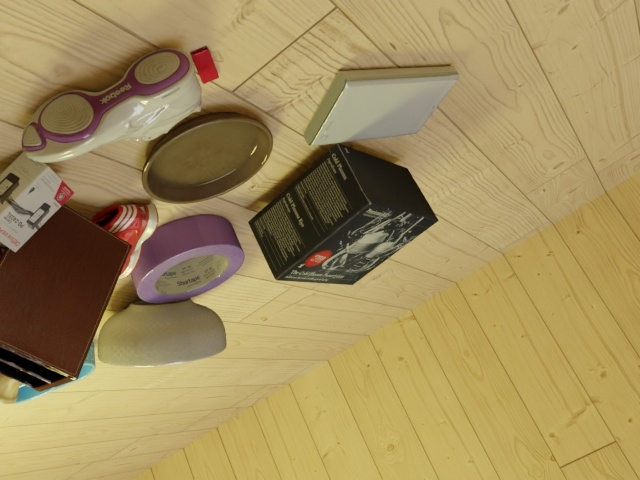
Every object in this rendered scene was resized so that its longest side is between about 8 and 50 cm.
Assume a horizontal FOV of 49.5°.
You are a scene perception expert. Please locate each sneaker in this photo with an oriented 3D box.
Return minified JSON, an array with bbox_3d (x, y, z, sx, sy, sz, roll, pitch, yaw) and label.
[{"bbox_3d":[-0.330,-0.192,1.136,0.305,0.114,0.152,-25,157,-4],"label":"sneaker"},{"bbox_3d":[-0.449,-0.004,1.496,0.128,0.087,0.221,6,130,-39],"label":"sneaker"}]

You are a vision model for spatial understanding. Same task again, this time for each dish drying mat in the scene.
[{"bbox_3d":[-0.197,-0.299,1.186,0.032,0.008,0.083,-24,159,-4],"label":"dish drying mat"}]

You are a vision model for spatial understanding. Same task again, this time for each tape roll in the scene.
[{"bbox_3d":[-0.329,0.049,1.707,0.274,0.090,0.275,-23,157,-10],"label":"tape roll"}]

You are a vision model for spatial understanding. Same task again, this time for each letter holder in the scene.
[{"bbox_3d":[-0.534,0.098,1.323,0.152,0.302,0.214,-22,133,40],"label":"letter holder"}]

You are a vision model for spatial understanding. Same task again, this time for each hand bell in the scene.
[{"bbox_3d":[-0.755,0.298,1.807,0.242,0.126,0.126,-42,157,2],"label":"hand bell"}]

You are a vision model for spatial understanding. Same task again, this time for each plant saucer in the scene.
[{"bbox_3d":[-0.229,-0.168,1.400,0.277,0.041,0.278,-23,158,-10],"label":"plant saucer"}]

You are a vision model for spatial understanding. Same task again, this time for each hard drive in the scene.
[{"bbox_3d":[0.134,-0.294,1.515,0.307,0.040,0.203,-12,154,-32],"label":"hard drive"}]

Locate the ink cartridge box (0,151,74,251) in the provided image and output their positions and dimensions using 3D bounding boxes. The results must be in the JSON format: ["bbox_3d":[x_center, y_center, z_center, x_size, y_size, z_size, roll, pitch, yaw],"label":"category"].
[{"bbox_3d":[-0.520,-0.066,1.202,0.150,0.063,0.109,-50,163,-13],"label":"ink cartridge box"}]

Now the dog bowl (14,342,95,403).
[{"bbox_3d":[-0.777,0.375,1.960,0.297,0.074,0.166,-22,157,-12],"label":"dog bowl"}]

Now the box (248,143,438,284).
[{"bbox_3d":[0.061,-0.048,1.716,0.312,0.179,0.343,-40,154,26],"label":"box"}]

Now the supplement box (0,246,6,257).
[{"bbox_3d":[-0.622,0.087,1.451,0.080,0.104,0.188,-33,157,17],"label":"supplement box"}]

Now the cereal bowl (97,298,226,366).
[{"bbox_3d":[-0.421,0.229,1.845,0.338,0.141,0.339,-3,-177,0],"label":"cereal bowl"}]
